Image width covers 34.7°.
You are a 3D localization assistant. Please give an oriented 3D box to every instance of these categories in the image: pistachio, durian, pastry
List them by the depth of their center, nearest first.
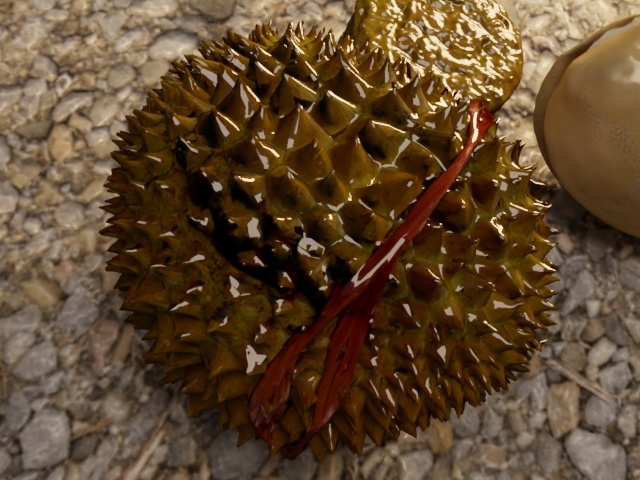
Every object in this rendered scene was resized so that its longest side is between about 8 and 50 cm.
[{"bbox_3d":[0.003,-0.004,0.813,0.384,0.347,0.347,20,58,35],"label":"durian"},{"bbox_3d":[0.367,-0.109,0.972,0.321,0.229,0.238,8,98,3],"label":"pistachio"},{"bbox_3d":[0.103,-0.173,1.010,0.188,0.103,0.189,6,60,-10],"label":"pastry"}]
